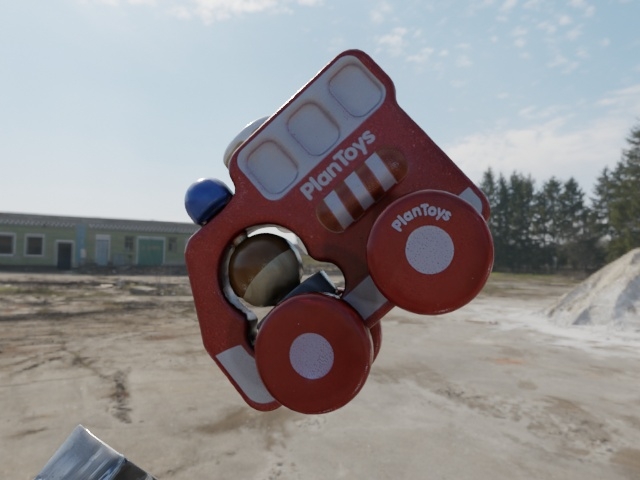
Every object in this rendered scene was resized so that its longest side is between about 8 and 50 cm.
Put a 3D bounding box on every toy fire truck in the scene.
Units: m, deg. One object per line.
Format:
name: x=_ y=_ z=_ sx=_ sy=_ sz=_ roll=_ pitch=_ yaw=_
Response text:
toy fire truck: x=0.000 y=0.000 z=0.480 sx=0.302 sy=0.254 sz=0.169 roll=-41 pitch=-11 yaw=6

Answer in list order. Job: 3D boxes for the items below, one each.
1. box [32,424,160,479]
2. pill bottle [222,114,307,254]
box: x=-0.190 y=0.350 z=0.441 sx=0.076 sy=0.243 sz=0.308 roll=12 pitch=-38 yaw=35
pill bottle: x=-0.064 y=-0.111 z=1.013 sx=0.153 sy=0.265 sz=0.153 roll=-39 pitch=-5 yaw=-4
